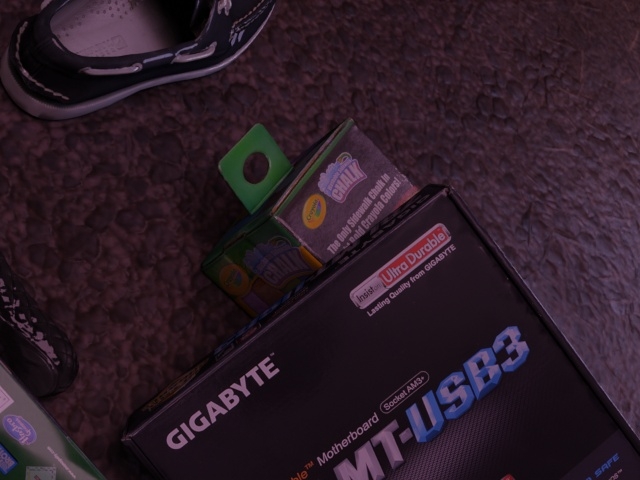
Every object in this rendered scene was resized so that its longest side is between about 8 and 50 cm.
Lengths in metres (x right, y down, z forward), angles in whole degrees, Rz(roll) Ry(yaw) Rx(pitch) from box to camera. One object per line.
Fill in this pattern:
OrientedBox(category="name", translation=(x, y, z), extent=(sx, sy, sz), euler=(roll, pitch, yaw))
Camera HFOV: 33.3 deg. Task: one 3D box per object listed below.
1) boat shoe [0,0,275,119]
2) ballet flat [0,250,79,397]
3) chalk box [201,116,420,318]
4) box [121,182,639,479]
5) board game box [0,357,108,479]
OrientedBox(category="boat shoe", translation=(-0.129, -0.193, 0.913), extent=(0.114, 0.091, 0.302), euler=(52, 51, -4))
OrientedBox(category="ballet flat", translation=(-0.237, 0.040, 0.772), extent=(0.173, 0.057, 0.049), euler=(57, 11, -2))
OrientedBox(category="chalk box", translation=(0.000, 0.000, 0.891), extent=(0.213, 0.132, 0.132), euler=(45, 53, -9))
OrientedBox(category="box", translation=(0.060, 0.159, 0.790), extent=(0.295, 0.073, 0.293), euler=(-37, 100, -4))
OrientedBox(category="board game box", translation=(-0.125, 0.188, 0.659), extent=(0.046, 0.213, 0.317), euler=(-42, 98, -17))
